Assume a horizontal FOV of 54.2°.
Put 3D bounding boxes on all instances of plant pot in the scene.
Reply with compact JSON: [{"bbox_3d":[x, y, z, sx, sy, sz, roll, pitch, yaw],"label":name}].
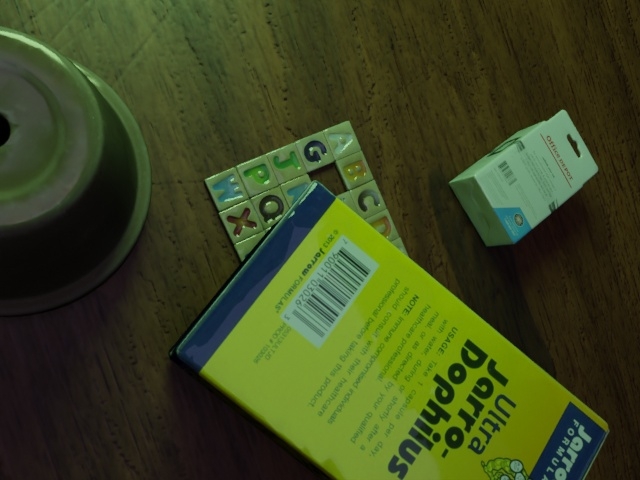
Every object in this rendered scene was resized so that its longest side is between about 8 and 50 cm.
[{"bbox_3d":[-0.261,-0.065,0.522,0.262,0.229,0.263,3,84,-23],"label":"plant pot"}]

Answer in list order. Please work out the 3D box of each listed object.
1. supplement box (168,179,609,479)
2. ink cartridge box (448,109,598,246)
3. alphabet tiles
[{"bbox_3d":[0.052,0.146,0.612,0.356,0.194,0.195,39,72,-5],"label":"supplement box"},{"bbox_3d":[0.272,-0.083,0.830,0.180,0.060,0.104,-35,97,-21],"label":"ink cartridge box"},{"bbox_3d":[0.000,0.000,0.740,0.198,0.009,0.237,-26,94,-22],"label":"alphabet tiles"}]
